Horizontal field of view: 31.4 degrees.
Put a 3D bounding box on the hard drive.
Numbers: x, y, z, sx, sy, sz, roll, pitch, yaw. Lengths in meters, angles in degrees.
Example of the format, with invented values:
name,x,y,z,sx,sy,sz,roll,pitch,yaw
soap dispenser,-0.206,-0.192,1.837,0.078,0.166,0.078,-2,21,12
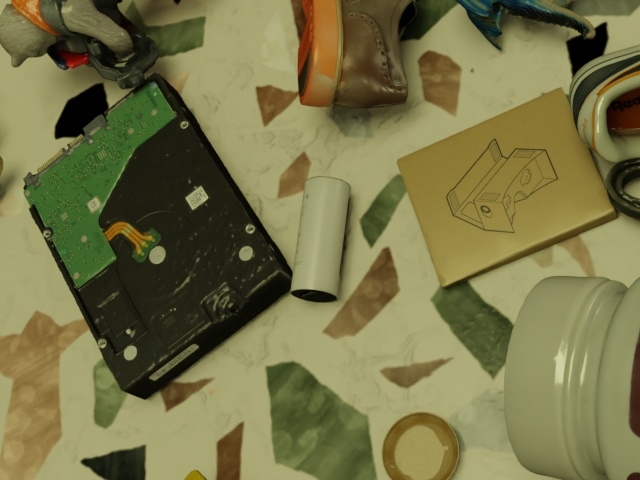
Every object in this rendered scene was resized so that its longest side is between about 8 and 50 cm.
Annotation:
name,x,y,z,sx,sy,sz,roll,pitch,yaw
hard drive,-0.204,-0.011,1.370,0.237,0.064,0.339,-38,62,6

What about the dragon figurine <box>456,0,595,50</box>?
name,x,y,z,sx,sy,sz,roll,pitch,yaw
dragon figurine,0.199,-0.277,1.284,0.144,0.085,0.289,-33,57,11

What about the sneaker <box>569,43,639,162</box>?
name,x,y,z,sx,sy,sz,roll,pitch,yaw
sneaker,0.405,-0.163,1.116,0.321,0.126,0.127,-25,28,21

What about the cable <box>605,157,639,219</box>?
name,x,y,z,sx,sy,sz,roll,pitch,yaw
cable,0.418,-0.025,1.097,0.287,0.072,0.139,38,87,25

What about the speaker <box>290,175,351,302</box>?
name,x,y,z,sx,sy,sz,roll,pitch,yaw
speaker,0.000,0.000,1.283,0.055,0.055,0.136,-1,70,23

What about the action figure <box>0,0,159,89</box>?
name,x,y,z,sx,sy,sz,roll,pitch,yaw
action figure,-0.297,-0.358,1.468,0.330,0.178,0.341,-45,50,-12

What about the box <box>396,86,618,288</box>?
name,x,y,z,sx,sy,sz,roll,pitch,yaw
box,0.199,-0.057,1.239,0.201,0.021,0.164,-23,63,13

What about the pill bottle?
name,x,y,z,sx,sy,sz,roll,pitch,yaw
pill bottle,0.372,0.135,0.961,0.392,0.224,0.224,4,72,34

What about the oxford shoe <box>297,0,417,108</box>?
name,x,y,z,sx,sy,sz,roll,pitch,yaw
oxford shoe,0.048,-0.305,1.364,0.132,0.130,0.364,7,63,-9

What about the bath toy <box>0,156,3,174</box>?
name,x,y,z,sx,sy,sz,roll,pitch,yaw
bath toy,-0.566,-0.166,1.548,0.348,0.129,0.151,40,90,30

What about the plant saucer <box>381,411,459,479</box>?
name,x,y,z,sx,sy,sz,roll,pitch,yaw
plant saucer,0.105,0.220,1.178,0.083,0.015,0.083,-8,68,20

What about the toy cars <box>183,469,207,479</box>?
name,x,y,z,sx,sy,sz,roll,pitch,yaw
toy cars,-0.155,0.438,1.171,0.176,0.087,0.394,-4,72,27
